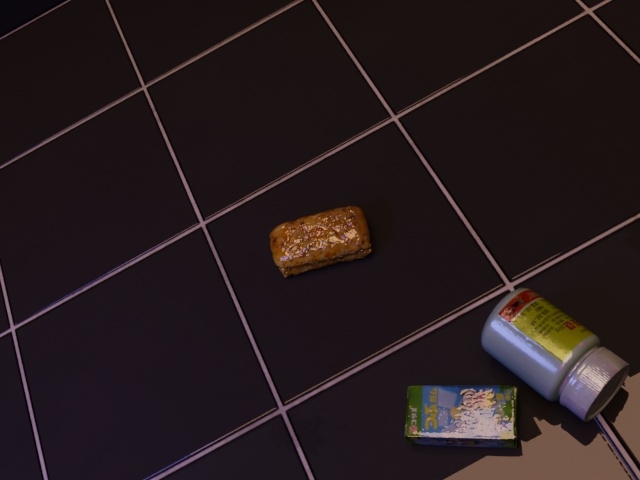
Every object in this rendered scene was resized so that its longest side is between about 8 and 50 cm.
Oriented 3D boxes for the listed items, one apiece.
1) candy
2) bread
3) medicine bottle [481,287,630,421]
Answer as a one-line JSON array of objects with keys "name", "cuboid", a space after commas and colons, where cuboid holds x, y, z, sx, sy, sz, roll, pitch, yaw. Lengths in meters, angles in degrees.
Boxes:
[{"name": "candy", "cuboid": [0.250, 0.310, 1.404, 0.195, 0.062, 0.097, -2, 62, 17]}, {"name": "bread", "cuboid": [0.000, 0.000, 1.659, 0.211, 0.083, 0.113, -17, 61, 11]}, {"name": "medicine bottle", "cuboid": [0.400, 0.194, 1.373, 0.139, 0.139, 0.225, -45, 57, -9]}]
